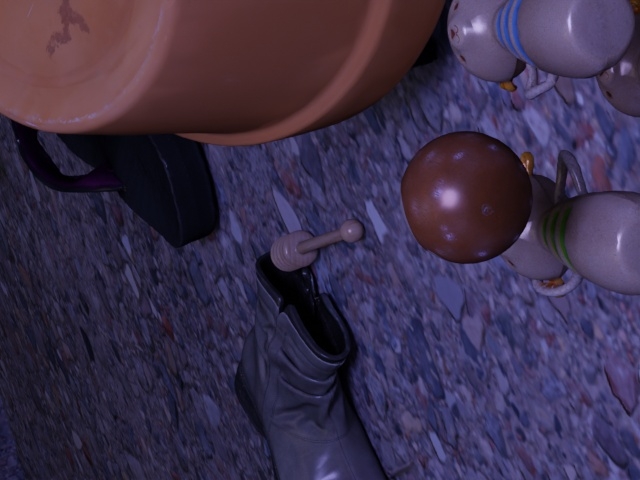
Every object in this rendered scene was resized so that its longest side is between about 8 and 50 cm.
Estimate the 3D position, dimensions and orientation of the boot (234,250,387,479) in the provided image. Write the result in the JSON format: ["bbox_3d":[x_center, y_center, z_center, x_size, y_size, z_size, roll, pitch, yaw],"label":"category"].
[{"bbox_3d":[-0.001,0.137,1.607,0.246,0.083,0.161,56,152,32],"label":"boot"}]

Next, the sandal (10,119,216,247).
[{"bbox_3d":[-0.234,-0.110,1.948,0.446,0.107,0.167,35,142,60],"label":"sandal"}]

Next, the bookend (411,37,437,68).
[{"bbox_3d":[-0.007,-0.172,1.276,0.156,0.072,0.157,0,110,71],"label":"bookend"}]

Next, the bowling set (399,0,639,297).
[{"bbox_3d":[0.107,-0.060,0.858,0.154,0.200,0.287,-164,63,-70],"label":"bowling set"}]

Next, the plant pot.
[{"bbox_3d":[-0.096,-0.181,1.114,0.291,0.203,0.291,13,113,33],"label":"plant pot"}]

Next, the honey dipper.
[{"bbox_3d":[0.000,0.000,1.529,0.030,0.030,0.160,69,158,0],"label":"honey dipper"}]
